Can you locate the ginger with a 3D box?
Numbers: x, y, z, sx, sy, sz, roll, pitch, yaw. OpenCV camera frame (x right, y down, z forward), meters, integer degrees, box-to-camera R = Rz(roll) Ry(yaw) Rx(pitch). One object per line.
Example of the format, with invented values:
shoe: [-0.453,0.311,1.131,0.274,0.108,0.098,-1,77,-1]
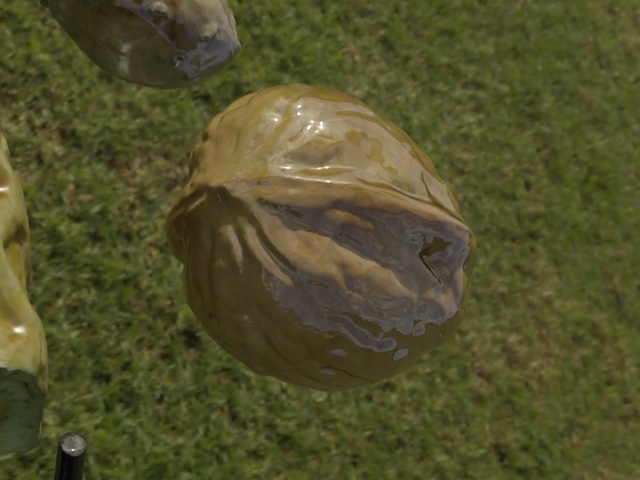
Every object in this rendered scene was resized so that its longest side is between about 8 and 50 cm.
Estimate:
ginger: [-0.164,-0.292,1.212,0.245,0.155,0.304,24,48,1]

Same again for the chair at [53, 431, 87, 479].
chair: [-0.168,0.212,0.478,0.141,0.260,0.154,6,36,-13]

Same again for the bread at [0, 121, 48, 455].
bread: [-0.306,0.041,0.858,0.196,0.238,0.252,-8,54,-20]

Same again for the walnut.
walnut: [0.000,0.000,0.882,0.261,0.225,0.225,27,54,-56]
